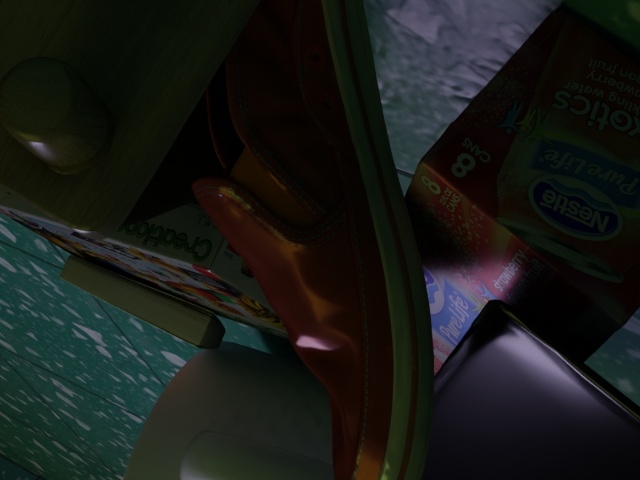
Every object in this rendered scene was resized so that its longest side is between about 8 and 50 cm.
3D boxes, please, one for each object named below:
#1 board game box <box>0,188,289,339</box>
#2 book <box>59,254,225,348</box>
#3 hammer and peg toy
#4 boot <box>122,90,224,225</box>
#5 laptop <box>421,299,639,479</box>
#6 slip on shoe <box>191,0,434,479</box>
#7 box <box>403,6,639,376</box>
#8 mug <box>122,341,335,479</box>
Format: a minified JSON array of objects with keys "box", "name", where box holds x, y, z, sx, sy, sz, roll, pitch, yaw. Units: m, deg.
[{"box":[-0.133,0.010,1.252,0.305,0.053,0.193,15,166,41],"name":"board game box"},{"box":[-0.163,0.060,1.334,0.144,0.035,0.096,23,173,8],"name":"book"},{"box":[-0.169,-0.123,0.634,0.266,0.361,0.127,30,174,11],"name":"hammer and peg toy"},{"box":[-0.108,-0.084,0.839,0.115,0.112,0.305,39,-162,24],"name":"boot"},{"box":[0.283,0.149,0.830,0.382,0.407,0.236,108,147,-69],"name":"laptop"},{"box":[-0.014,-0.019,0.737,0.123,0.101,0.331,167,90,-78],"name":"slip on shoe"},{"box":[0.115,0.004,0.804,0.128,0.123,0.257,40,160,8],"name":"box"},{"box":[0.002,0.254,1.314,0.328,0.276,0.374,17,163,21],"name":"mug"}]
